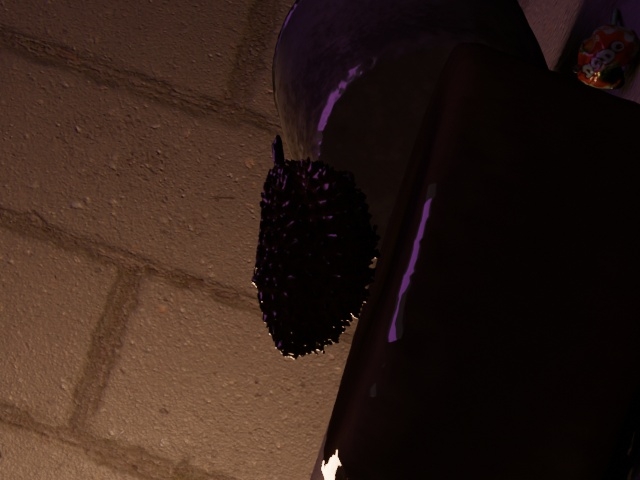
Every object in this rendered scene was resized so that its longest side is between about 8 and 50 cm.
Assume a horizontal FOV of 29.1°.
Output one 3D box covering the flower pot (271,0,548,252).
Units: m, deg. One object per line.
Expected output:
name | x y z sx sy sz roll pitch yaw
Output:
flower pot | 0.092 -0.130 1.218 0.330 0.293 0.293 -89 18 -71

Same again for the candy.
candy | 0.244 -0.172 1.037 0.055 0.049 0.185 -36 11 26

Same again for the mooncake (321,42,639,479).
mooncake | 0.109 0.036 0.754 0.284 0.155 0.284 -163 90 -88

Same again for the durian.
durian | 0.002 0.000 0.755 0.110 0.071 0.140 25 -121 -77
